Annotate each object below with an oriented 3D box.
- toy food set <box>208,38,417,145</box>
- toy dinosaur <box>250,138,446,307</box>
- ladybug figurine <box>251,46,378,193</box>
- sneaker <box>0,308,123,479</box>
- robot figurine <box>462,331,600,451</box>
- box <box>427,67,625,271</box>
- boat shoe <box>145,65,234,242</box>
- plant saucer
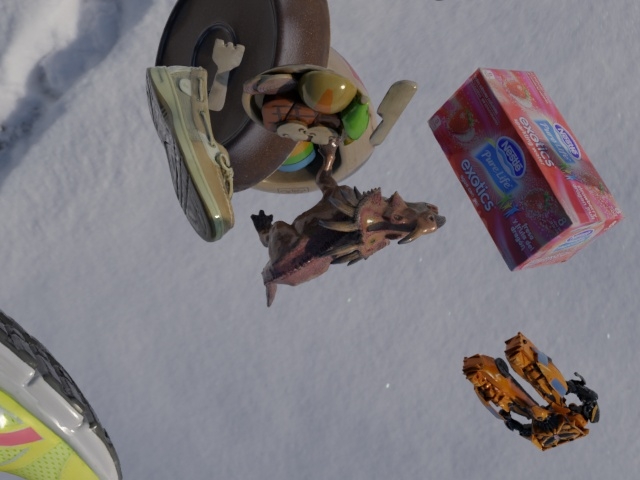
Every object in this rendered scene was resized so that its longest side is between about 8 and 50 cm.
[{"bbox_3d":[-0.015,-0.125,0.841,0.192,0.039,0.132,11,154,-9],"label":"toy food set"},{"bbox_3d":[0.000,0.000,1.128,0.127,0.200,0.295,38,112,-25],"label":"toy dinosaur"},{"bbox_3d":[-0.060,-0.208,1.430,0.304,0.449,0.162,-3,72,2],"label":"ladybug figurine"},{"bbox_3d":[-0.174,0.064,0.373,0.094,0.081,0.208,-49,118,-12],"label":"sneaker"},{"bbox_3d":[0.427,0.319,1.769,0.211,0.085,0.291,-32,113,33],"label":"robot figurine"},{"bbox_3d":[0.325,-0.117,1.405,0.142,0.154,0.300,-46,61,42],"label":"box"},{"bbox_3d":[-0.082,-0.066,0.607,0.048,0.153,0.056,-12,141,-18],"label":"boat shoe"},{"bbox_3d":[-0.113,-0.213,1.054,0.310,0.050,0.311,-8,78,43],"label":"plant saucer"}]
